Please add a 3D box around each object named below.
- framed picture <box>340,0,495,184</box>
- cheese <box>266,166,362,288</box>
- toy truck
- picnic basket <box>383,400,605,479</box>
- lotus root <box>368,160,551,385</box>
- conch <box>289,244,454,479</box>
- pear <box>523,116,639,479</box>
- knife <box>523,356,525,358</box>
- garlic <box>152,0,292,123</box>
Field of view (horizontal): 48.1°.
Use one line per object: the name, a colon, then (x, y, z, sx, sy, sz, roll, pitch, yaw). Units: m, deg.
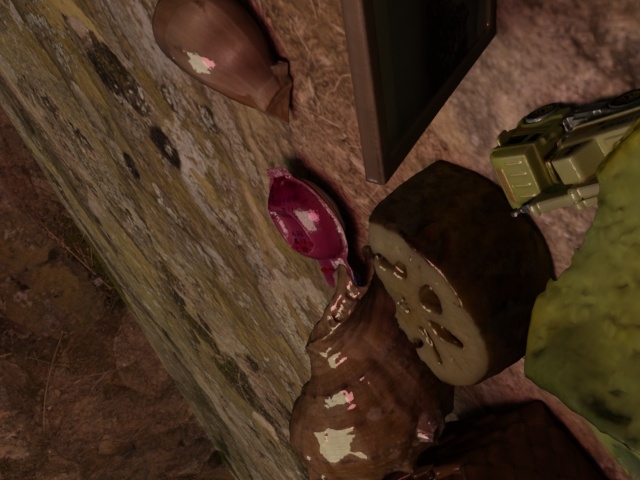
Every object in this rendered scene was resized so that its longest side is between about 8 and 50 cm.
framed picture: (0.067, -0.208, 0.452, 0.016, 0.213, 0.289, 17, 140, 28)
cheese: (0.000, 0.000, 1.002, 0.244, 0.062, 0.155, 58, 154, -16)
toy truck: (0.205, -0.060, 0.545, 0.169, 0.100, 0.077, 2, 124, 57)
picnic basket: (0.188, 0.379, 0.904, 0.254, 0.321, 0.291, 53, 152, 5)
lotus root: (0.152, 0.044, 0.746, 0.138, 0.119, 0.235, 7, 128, 55)
conch: (0.081, 0.162, 0.890, 0.186, 0.263, 0.324, 21, 129, 13)
pear: (0.293, 0.047, 0.421, 0.282, 0.286, 0.176, 25, -177, -26)
knife: (0.304, 0.119, 0.679, 0.260, 0.063, 0.035, -7, 79, 61)
garlic: (-0.154, -0.257, 0.903, 0.266, 0.128, 0.148, 47, 144, 34)
